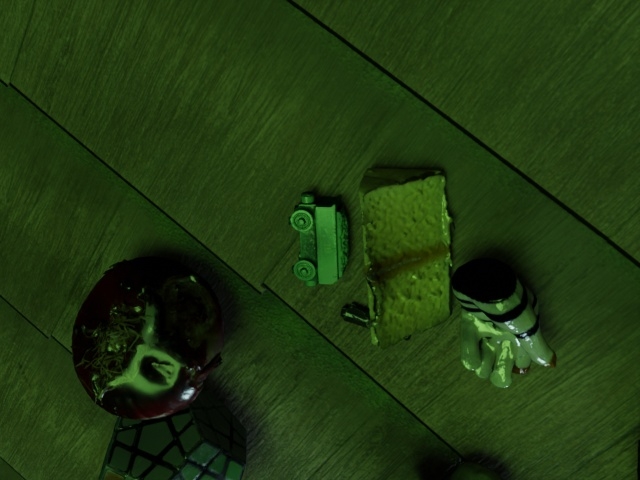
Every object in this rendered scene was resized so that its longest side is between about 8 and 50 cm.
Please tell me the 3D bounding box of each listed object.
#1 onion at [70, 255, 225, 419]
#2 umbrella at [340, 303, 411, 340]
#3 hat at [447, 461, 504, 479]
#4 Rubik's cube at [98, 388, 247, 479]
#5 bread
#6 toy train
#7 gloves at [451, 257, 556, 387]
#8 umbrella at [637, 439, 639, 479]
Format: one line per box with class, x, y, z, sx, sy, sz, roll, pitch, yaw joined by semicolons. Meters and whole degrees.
onion;-0.321;0.181;1.224;0.314;0.232;0.314;-3;79;17
umbrella;0.099;0.143;1.137;0.133;0.031;0.036;15;90;17
hat;0.279;0.457;1.137;0.252;0.252;0.110;29;80;9
Rubik's cube;-0.299;0.451;1.299;0.264;0.319;0.319;19;121;-14
bread;0.126;0.018;1.024;0.178;0.142;0.266;-11;111;-16
toy train;0.000;0.000;1.098;0.099;0.070;0.172;2;113;11
gloves;0.287;0.131;1.012;0.140;0.131;0.218;-13;137;25
umbrella;0.547;0.407;1.011;0.106;0.113;0.357;15;119;41
